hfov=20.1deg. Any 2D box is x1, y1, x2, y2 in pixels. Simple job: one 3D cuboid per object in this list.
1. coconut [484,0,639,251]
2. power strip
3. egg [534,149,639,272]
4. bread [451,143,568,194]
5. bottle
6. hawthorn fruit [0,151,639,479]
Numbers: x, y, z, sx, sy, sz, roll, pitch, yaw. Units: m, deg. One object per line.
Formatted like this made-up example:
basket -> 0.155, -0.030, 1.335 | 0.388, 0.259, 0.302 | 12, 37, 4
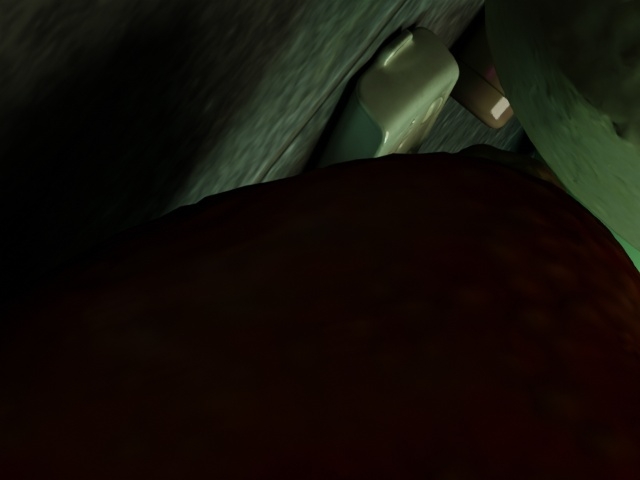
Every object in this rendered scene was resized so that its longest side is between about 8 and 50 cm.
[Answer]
coconut -> 0.201, -0.110, 0.603 | 0.323, 0.323, 0.323 | -50, 170, -11
power strip -> 0.000, 0.000, 0.824 | 0.060, 0.027, 0.253 | -43, 167, -41
egg -> 0.267, -0.041, 1.339 | 0.220, 0.220, 0.270 | -50, 175, -6
bread -> 0.049, 0.064, 0.847 | 0.230, 0.123, 0.230 | -49, 173, -8
bottle -> 0.101, -0.101, 0.871 | 0.096, 0.045, 0.045 | -51, 171, 7
hawthorn fruit -> -0.031, 0.126, 0.500 | 0.330, 0.287, 0.287 | -18, 163, -9
